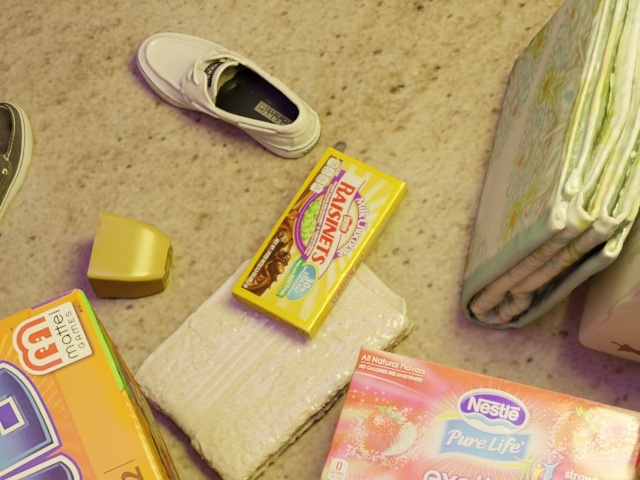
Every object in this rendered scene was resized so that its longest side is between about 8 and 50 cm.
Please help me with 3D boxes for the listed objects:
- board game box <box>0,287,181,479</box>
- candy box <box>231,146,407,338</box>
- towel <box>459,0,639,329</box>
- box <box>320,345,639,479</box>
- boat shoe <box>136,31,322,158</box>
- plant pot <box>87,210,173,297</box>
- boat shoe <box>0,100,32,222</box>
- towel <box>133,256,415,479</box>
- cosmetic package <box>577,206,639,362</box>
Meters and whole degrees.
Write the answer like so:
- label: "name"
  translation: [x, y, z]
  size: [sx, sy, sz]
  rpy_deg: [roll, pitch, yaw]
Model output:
- label: "board game box"
  translation: [-0.284, 0.321, 1.403]
  size: [0.356, 0.356, 0.356]
  rpy_deg: [-24, 68, -6]
- label: "candy box"
  translation: [0.000, 0.000, 1.698]
  size: [0.105, 0.027, 0.206]
  rpy_deg: [27, 71, 18]
- label: "towel"
  translation: [0.250, -0.096, 1.555]
  size: [0.090, 0.374, 0.320]
  rpy_deg: [19, 72, -7]
- label: "box"
  translation: [0.171, 0.224, 1.562]
  size: [0.300, 0.142, 0.154]
  rpy_deg: [13, 72, 16]
- label: "boat shoe"
  translation: [-0.112, -0.188, 1.809]
  size: [0.258, 0.084, 0.095]
  rpy_deg: [25, 77, 19]
- label: "plant pot"
  translation: [-0.213, 0.022, 1.757]
  size: [0.083, 0.081, 0.081]
  rpy_deg: [8, 71, 2]
- label: "boat shoe"
  translation: [-0.411, -0.071, 1.832]
  size: [0.080, 0.076, 0.228]
  rpy_deg: [15, 74, 17]
- label: "towel"
  translation: [-0.051, 0.121, 1.700]
  size: [0.282, 0.049, 0.187]
  rpy_deg: [-44, 67, -6]
- label: "cosmetic package"
  translation: [0.474, -0.072, 1.474]
  size: [0.327, 0.329, 0.393]
  rpy_deg: [16, 73, -1]
